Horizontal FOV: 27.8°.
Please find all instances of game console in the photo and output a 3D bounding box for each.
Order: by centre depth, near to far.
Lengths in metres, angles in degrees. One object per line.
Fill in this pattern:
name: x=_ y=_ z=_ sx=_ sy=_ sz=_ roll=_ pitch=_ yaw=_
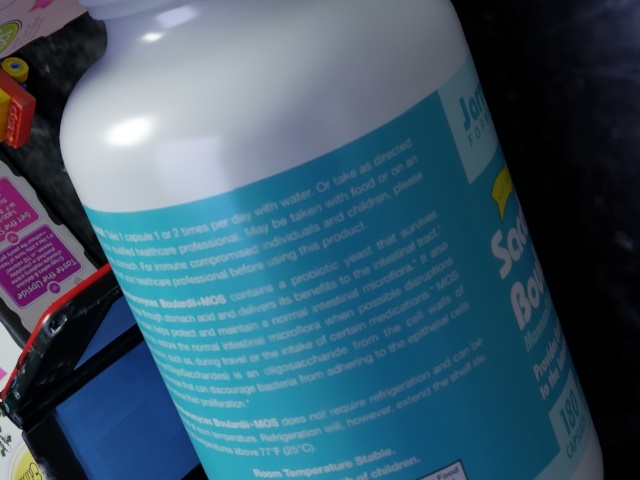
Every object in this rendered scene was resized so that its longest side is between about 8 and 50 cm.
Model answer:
game console: x=-0.057 y=0.051 z=0.565 sx=0.085 sy=0.144 sz=0.124 roll=45 pitch=140 yaw=6

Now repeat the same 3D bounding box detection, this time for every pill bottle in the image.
pill bottle: x=0.000 y=0.000 z=0.470 sx=0.146 sy=0.146 sz=0.264 roll=-1 pitch=119 yaw=44

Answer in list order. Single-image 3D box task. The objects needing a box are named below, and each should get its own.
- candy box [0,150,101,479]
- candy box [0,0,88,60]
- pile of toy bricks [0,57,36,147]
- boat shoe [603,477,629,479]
candy box: x=-0.203 y=0.032 z=0.747 sx=0.233 sy=0.071 sz=0.159 roll=48 pitch=140 yaw=3
candy box: x=-0.141 y=-0.123 z=0.471 sx=0.070 sy=0.196 sz=0.165 roll=47 pitch=141 yaw=5
pile of toy bricks: x=-0.240 y=-0.124 z=0.635 sx=0.212 sy=0.105 sz=0.118 roll=39 pitch=139 yaw=14
boat shoe: x=0.142 y=0.245 z=0.558 sx=0.158 sy=0.127 sz=0.340 roll=18 pitch=122 yaw=43
